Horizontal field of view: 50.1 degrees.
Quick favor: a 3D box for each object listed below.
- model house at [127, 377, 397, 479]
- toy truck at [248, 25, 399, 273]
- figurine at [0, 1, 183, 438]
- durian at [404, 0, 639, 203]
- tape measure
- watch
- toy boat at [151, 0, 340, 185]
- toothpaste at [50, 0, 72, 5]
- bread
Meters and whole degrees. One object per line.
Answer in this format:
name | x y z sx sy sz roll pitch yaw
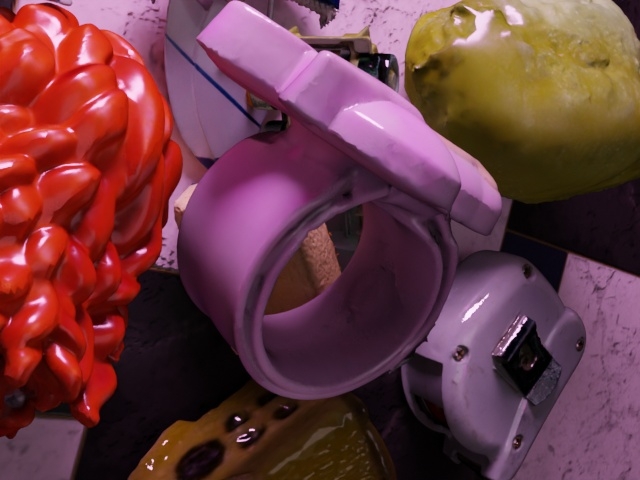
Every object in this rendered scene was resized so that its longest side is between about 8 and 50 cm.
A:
model house | -0.060 0.260 0.656 0.234 0.175 0.193 -32 115 -30
toy truck | 0.023 -0.078 0.675 0.135 0.128 0.259 -55 145 -56
figurine | -0.280 0.005 0.415 0.412 0.306 0.241 -17 137 -19
durian | 0.246 -0.165 0.797 0.340 0.204 0.255 -16 93 -23
tape measure | 0.220 0.156 0.864 0.246 0.125 0.243 45 72 -32
watch | 0.000 0.000 0.483 0.248 0.211 0.217 23 102 -45
toy boat | -0.084 -0.159 0.653 0.221 0.067 0.291 -4 113 -38
toothpaste | -0.244 -0.243 0.462 0.216 0.037 0.062 53 25 8
bread | -0.049 0.026 0.646 0.068 0.126 0.188 -58 136 -52
